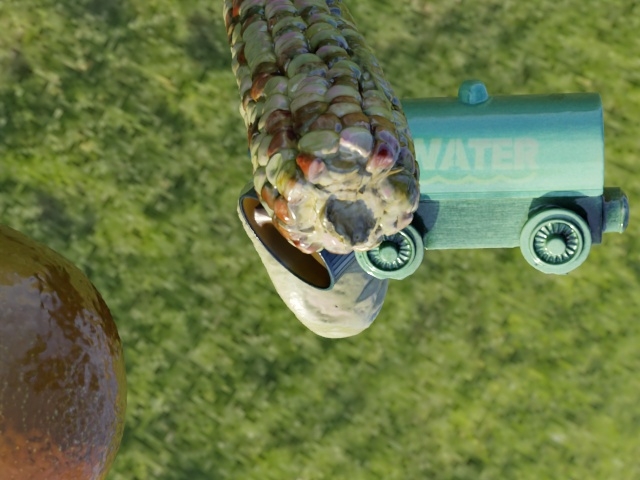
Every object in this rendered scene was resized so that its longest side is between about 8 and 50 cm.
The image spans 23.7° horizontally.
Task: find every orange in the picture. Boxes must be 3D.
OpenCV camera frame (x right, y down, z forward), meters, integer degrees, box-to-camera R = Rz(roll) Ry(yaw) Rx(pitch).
[{"bbox_3d":[-0.200,0.085,0.812,0.206,0.206,0.206,-38,143,-35],"label":"orange"}]

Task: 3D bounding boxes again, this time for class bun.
[{"bbox_3d":[0.000,0.000,1.951,0.153,0.244,0.244,-26,146,1],"label":"bun"}]

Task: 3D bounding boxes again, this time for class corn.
[{"bbox_3d":[-0.012,-0.093,0.885,0.092,0.280,0.092,-8,128,-10],"label":"corn"}]

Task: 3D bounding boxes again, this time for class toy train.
[{"bbox_3d":[0.121,-0.053,1.215,0.101,0.248,0.159,-80,168,-64],"label":"toy train"}]

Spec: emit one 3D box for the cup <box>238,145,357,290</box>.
[{"bbox_3d":[0.010,-0.054,1.361,0.138,0.113,0.150,-45,137,-18],"label":"cup"}]
